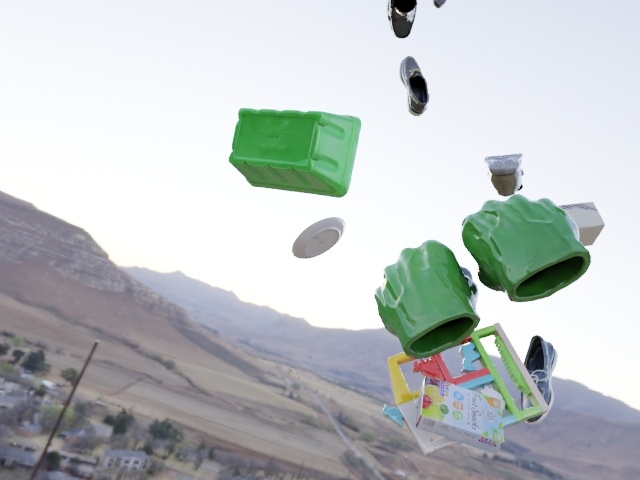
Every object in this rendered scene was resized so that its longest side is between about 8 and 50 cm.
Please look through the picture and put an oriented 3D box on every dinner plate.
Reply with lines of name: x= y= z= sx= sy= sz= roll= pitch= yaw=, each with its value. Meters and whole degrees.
dinner plate: x=0.000 y=0.000 z=1.119 sx=0.017 sy=0.141 sz=0.141 roll=56 pitch=9 yaw=31

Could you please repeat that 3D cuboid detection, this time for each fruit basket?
fruit basket: x=-0.044 y=-0.281 z=1.511 sx=0.392 sy=0.282 sz=0.392 roll=11 pitch=-1 yaw=0

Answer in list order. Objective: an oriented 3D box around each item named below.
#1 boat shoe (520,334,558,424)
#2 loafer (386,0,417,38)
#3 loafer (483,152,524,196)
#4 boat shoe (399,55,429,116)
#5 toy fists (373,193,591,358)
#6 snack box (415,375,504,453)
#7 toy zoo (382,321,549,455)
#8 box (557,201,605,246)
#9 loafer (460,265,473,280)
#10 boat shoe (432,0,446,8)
boat shoe: x=0.585 y=0.372 z=1.340 sx=0.079 sy=0.254 sz=0.095 roll=44 pitch=-33 yaw=-16
loafer: x=0.208 y=-0.599 z=1.254 sx=0.076 sy=0.078 sz=0.223 roll=-8 pitch=-26 yaw=5
loafer: x=0.445 y=-0.159 z=1.200 sx=0.094 sy=0.087 sz=0.251 roll=-2 pitch=15 yaw=25
boat shoe: x=0.323 y=-0.536 z=1.671 sx=0.081 sy=0.227 sz=0.068 roll=-4 pitch=-18 yaw=-14
toy fists: x=0.203 y=0.041 z=0.662 sx=0.279 sy=0.142 sz=0.096 roll=-32 pitch=-45 yaw=15
snack box: x=0.245 y=0.304 z=0.870 sx=0.141 sy=0.037 sz=0.100 roll=17 pitch=31 yaw=8
toy zoo: x=0.259 y=0.287 z=0.958 sx=0.293 sy=0.192 sz=0.030 roll=-15 pitch=-35 yaw=-7
box: x=0.674 y=-0.035 z=1.465 sx=0.275 sy=0.094 sz=0.113 roll=-6 pitch=-35 yaw=0
loafer: x=0.194 y=0.083 z=1.007 sx=0.084 sy=0.096 sz=0.267 roll=8 pitch=-11 yaw=-22
boat shoe: x=0.357 y=-0.712 z=1.393 sx=0.046 sy=0.125 sz=0.038 roll=37 pitch=-17 yaw=-23
